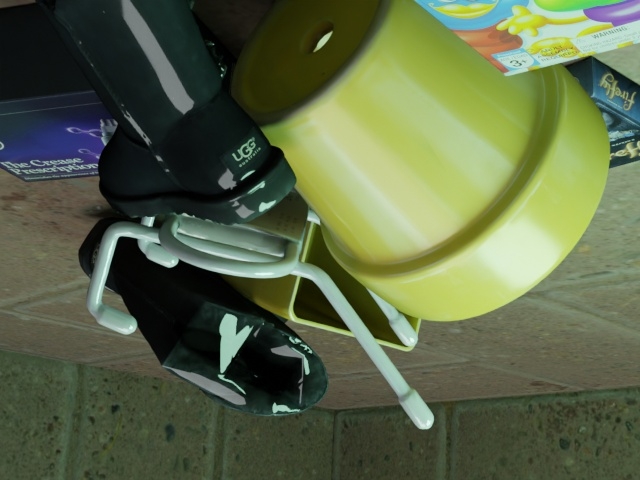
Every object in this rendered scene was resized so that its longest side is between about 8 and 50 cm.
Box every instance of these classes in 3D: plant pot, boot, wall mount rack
[{"bbox_3d":[0.067,-0.098,0.810,0.254,0.254,0.239,-12,141,42],"label":"plant pot"},{"bbox_3d":[-0.103,0.102,1.336,0.367,0.146,0.445,14,-176,-30],"label":"boot"},{"bbox_3d":[-0.035,0.036,0.906,0.304,0.130,0.350,15,-165,-2],"label":"wall mount rack"},{"bbox_3d":[-0.138,-0.119,0.730,0.246,0.094,0.207,11,136,55],"label":"boot"},{"bbox_3d":[0.000,0.000,1.192,0.212,0.212,0.187,19,171,-42],"label":"plant pot"}]

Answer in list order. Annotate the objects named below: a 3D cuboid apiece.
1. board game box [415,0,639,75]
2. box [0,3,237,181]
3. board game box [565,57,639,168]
[{"bbox_3d":[0.097,-0.218,0.534,0.144,0.142,0.275,-10,159,37],"label":"board game box"},{"bbox_3d":[-0.219,-0.138,0.937,0.261,0.103,0.184,-3,159,21],"label":"box"},{"bbox_3d":[0.229,-0.108,1.041,0.165,0.042,0.243,17,158,-38],"label":"board game box"}]
